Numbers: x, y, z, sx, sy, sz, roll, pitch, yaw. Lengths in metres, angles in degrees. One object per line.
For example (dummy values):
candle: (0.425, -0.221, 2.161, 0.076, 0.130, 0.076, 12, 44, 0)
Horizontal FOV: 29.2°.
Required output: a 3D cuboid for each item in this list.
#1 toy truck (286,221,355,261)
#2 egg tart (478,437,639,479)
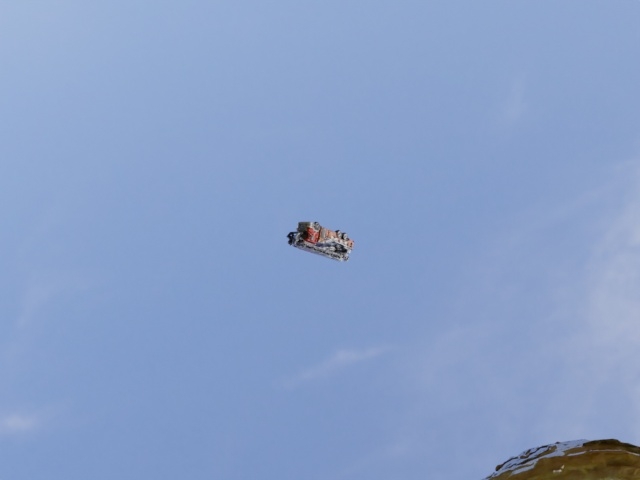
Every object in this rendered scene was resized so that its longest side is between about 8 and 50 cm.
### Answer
toy truck: (0.000, 0.000, 1.274, 0.024, 0.083, 0.032, 1, -105, 44)
egg tart: (0.204, 0.250, 0.966, 0.294, 0.294, 0.123, -18, -145, 2)
